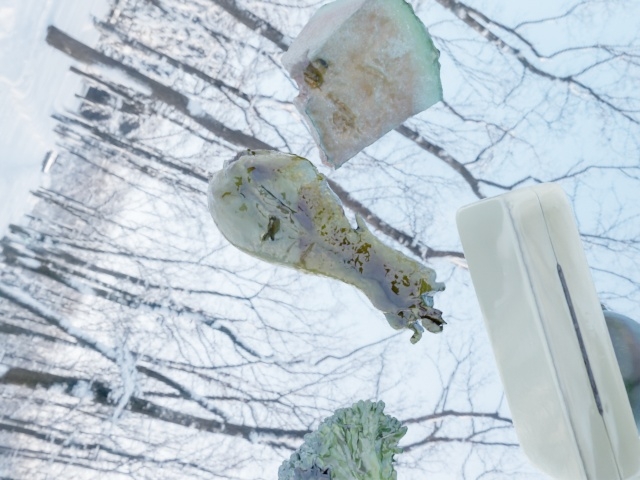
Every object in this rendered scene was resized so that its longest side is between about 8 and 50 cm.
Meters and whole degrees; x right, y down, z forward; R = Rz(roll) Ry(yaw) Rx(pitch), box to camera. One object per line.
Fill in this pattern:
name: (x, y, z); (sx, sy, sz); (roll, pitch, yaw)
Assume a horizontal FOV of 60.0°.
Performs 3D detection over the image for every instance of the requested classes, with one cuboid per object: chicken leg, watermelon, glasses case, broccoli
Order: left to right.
chicken leg: (0.000, 0.000, 0.795); (0.152, 0.429, 0.201); (-34, 150, -46)
watermelon: (0.061, -0.324, 1.083); (0.302, 0.264, 0.151); (-36, -156, -5)
broccoli: (0.067, 0.187, 0.354); (0.122, 0.204, 0.118); (-53, 152, -40)
glasses case: (0.237, 0.099, 0.593); (0.131, 0.070, 0.313); (154, -80, -79)
watermelon: (0.508, 0.242, 1.014); (0.242, 0.242, 0.242); (-44, -147, 39)
